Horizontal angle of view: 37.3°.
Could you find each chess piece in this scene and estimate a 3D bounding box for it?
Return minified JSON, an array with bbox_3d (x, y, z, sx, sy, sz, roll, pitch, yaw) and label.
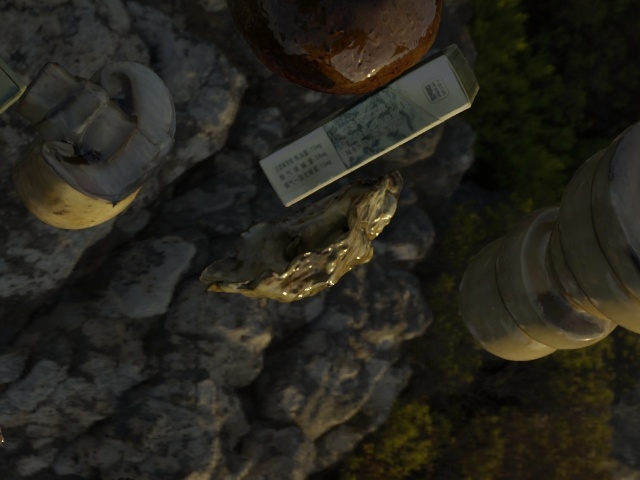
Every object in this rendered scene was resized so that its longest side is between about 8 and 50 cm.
[{"bbox_3d":[0.192,0.023,0.707,0.143,0.261,0.143,8,68,-21],"label":"chess piece"}]

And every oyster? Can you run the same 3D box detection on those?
[{"bbox_3d":[-0.001,0.004,1.330,0.341,0.166,0.110,-35,117,-43],"label":"oyster"}]

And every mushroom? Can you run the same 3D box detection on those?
[{"bbox_3d":[0.021,-0.377,1.437,0.345,0.239,0.345,-1,64,3],"label":"mushroom"},{"bbox_3d":[-0.327,-0.126,1.274,0.195,0.189,0.253,39,43,-17],"label":"mushroom"}]

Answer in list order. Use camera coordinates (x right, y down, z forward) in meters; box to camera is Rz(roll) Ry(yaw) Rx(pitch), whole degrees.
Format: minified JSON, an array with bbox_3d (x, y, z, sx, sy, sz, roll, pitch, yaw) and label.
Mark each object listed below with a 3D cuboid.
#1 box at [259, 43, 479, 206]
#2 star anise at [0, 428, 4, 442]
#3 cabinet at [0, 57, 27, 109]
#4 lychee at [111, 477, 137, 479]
[{"bbox_3d":[0.064,-0.145,1.170,0.069,0.256,0.164,59,19,-8],"label":"box"},{"bbox_3d":[-0.569,0.262,1.403,0.230,0.262,0.081,49,43,-48],"label":"star anise"},{"bbox_3d":[-0.605,-0.224,1.513,0.206,0.150,0.145,-46,107,-18],"label":"cabinet"},{"bbox_3d":[-0.253,0.402,1.267,0.171,0.171,0.171,6,79,-33],"label":"lychee"}]
